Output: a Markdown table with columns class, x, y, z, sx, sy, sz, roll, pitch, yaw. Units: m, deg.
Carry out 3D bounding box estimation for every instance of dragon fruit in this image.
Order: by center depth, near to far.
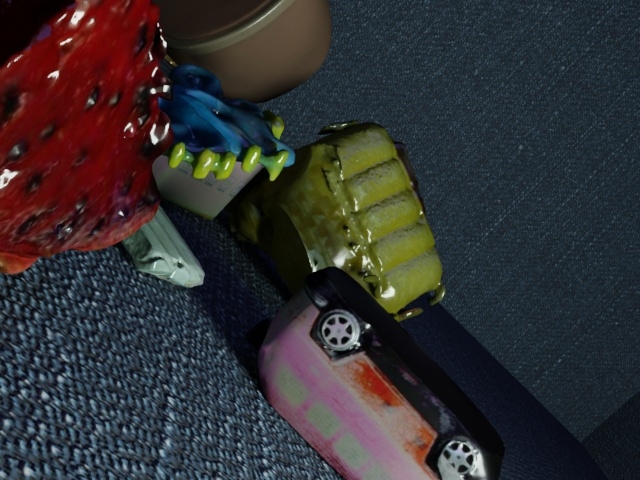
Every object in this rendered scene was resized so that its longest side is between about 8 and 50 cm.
| class | x | y | z | sx | sy | sz | roll | pitch | yaw |
| --- | --- | --- | --- | --- | --- | --- | --- | --- | --- |
| dragon fruit | -0.289 | -0.100 | 0.597 | 0.329 | 0.228 | 0.286 | 29 | -29 | 10 |

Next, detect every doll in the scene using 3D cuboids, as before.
| class | x | y | z | sx | sy | sz | roll | pitch | yaw |
| --- | --- | --- | --- | --- | --- | --- | --- | --- | --- |
| doll | -0.186 | -0.143 | 1.027 | 0.341 | 0.098 | 0.346 | 20 | 22 | -22 |

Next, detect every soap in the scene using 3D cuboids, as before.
| class | x | y | z | sx | sy | sz | roll | pitch | yaw |
| --- | --- | --- | --- | --- | --- | --- | --- | --- | --- |
| soap | -0.205 | -0.149 | 1.266 | 0.182 | 0.138 | 0.199 | 48 | 8 | 23 |

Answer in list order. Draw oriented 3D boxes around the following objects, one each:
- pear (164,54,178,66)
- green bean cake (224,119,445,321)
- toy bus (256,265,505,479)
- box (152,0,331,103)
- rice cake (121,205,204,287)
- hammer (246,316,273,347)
| class | x | y | z | sx | sy | sz | roll | pitch | yaw |
| --- | --- | --- | --- | --- | --- | --- | --- | --- | --- |
| pear | -0.303 | -0.316 | 1.540 | 0.178 | 0.266 | 0.267 | 21 | -3 | 23 |
| green bean cake | 0.000 | 0.000 | 1.342 | 0.202 | 0.285 | 0.309 | -21 | 89 | -45 |
| toy bus | 0.061 | 0.178 | 0.961 | 0.302 | 0.147 | 0.127 | 45 | 8 | 7 |
| box | -0.125 | -0.366 | 1.354 | 0.301 | 0.301 | 0.216 | 50 | 0 | 27 |
| rice cake | -0.210 | -0.030 | 0.996 | 0.211 | 0.038 | 0.124 | 49 | 8 | 22 |
| hammer | 0.024 | 0.195 | 1.090 | 0.290 | 0.037 | 0.137 | 44 | 8 | -13 |
